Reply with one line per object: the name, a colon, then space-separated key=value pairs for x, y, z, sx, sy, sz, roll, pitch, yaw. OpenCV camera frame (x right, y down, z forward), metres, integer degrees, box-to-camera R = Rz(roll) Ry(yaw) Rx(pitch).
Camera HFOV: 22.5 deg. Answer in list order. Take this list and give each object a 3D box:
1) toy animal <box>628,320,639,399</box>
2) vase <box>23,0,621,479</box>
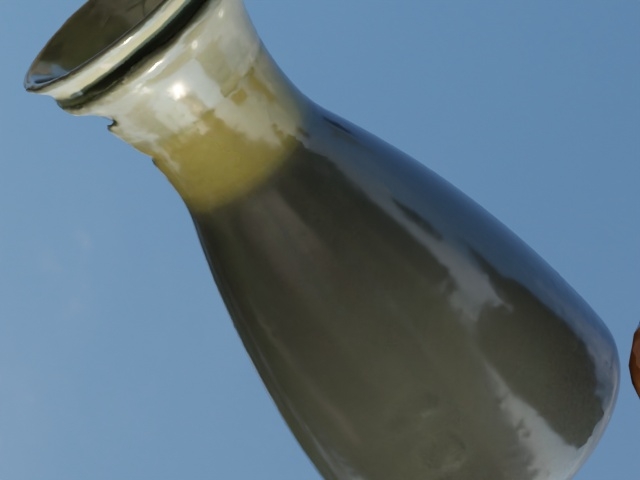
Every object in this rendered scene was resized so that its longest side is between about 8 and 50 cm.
toy animal: x=0.326 y=0.050 z=0.705 sx=0.338 sy=0.191 sz=0.216 roll=-1 pitch=-144 yaw=45
vase: x=0.000 y=0.000 z=0.812 sx=0.173 sy=0.321 sz=0.173 roll=-32 pitch=-153 yaw=18
